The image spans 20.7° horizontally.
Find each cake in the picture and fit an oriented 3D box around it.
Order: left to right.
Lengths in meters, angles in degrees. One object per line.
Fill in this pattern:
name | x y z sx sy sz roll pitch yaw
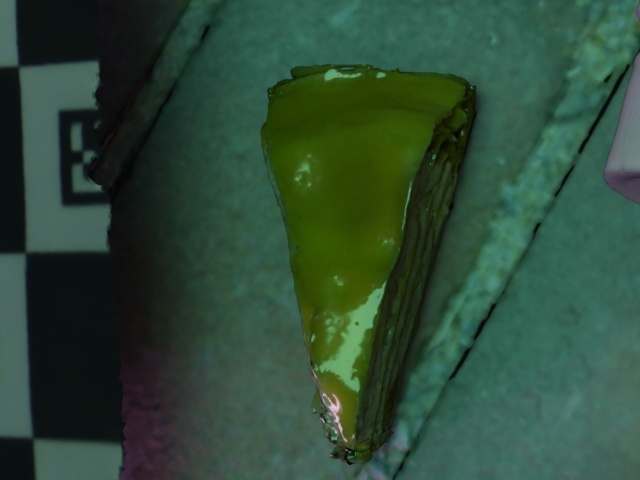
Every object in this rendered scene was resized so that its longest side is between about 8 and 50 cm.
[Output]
cake | -0.001 0.000 0.805 0.116 0.080 0.185 19 93 20

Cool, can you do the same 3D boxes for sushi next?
sushi | -0.194 -0.034 0.883 0.296 0.100 0.373 -4 90 29

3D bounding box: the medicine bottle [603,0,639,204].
medicine bottle | 0.218 -0.144 0.692 0.170 0.170 0.293 17 87 22
